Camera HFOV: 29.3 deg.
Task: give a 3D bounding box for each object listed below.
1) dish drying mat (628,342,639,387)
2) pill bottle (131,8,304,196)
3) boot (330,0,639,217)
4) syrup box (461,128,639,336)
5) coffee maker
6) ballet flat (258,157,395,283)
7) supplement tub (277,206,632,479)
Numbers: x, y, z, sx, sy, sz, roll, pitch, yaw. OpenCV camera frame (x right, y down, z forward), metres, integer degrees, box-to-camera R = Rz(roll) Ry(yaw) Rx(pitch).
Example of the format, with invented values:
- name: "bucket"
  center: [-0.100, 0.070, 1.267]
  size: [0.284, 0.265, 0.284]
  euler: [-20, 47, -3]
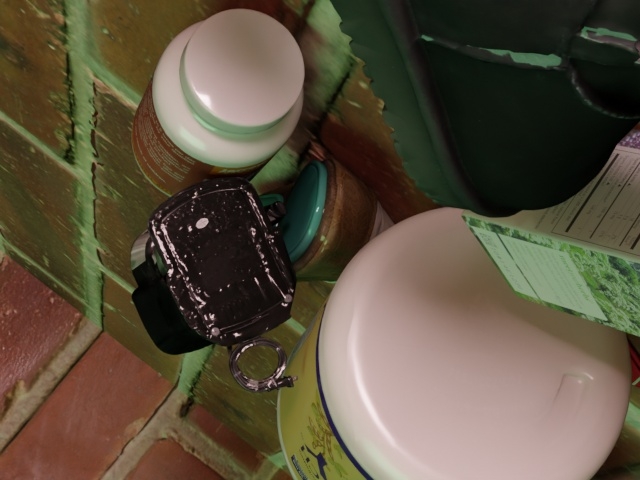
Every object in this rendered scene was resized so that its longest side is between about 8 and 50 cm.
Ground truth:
- name: "dish drying mat"
  center: [0.257, 0.099, 1.037]
  size: [0.032, 0.008, 0.083]
  euler: [14, 151, 53]
- name: "pill bottle"
  center: [-0.083, -0.108, 1.001]
  size: [0.121, 0.121, 0.216]
  euler: [40, 162, -5]
- name: "boot"
  center: [0.245, -0.056, 0.507]
  size: [0.445, 0.146, 0.367]
  euler: [15, 172, 25]
- name: "syrup box"
  center: [0.212, 0.001, 0.744]
  size: [0.236, 0.096, 0.093]
  euler: [17, 154, 47]
- name: "coffee maker"
  center: [-0.096, 0.048, 1.038]
  size: [0.120, 0.171, 0.178]
  euler: [0, 170, -15]
- name: "ballet flat"
  center: [0.000, 0.000, 1.154]
  size: [0.124, 0.116, 0.342]
  euler: [22, 167, -16]
- name: "supplement tub"
  center: [0.092, 0.133, 1.034]
  size: [0.241, 0.241, 0.331]
  euler: [37, 158, 4]
